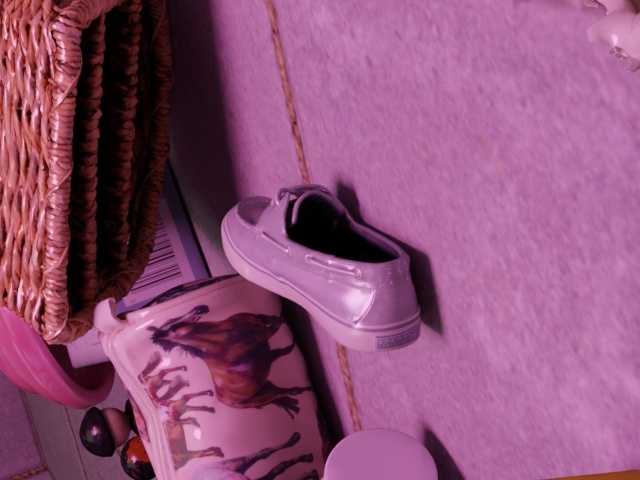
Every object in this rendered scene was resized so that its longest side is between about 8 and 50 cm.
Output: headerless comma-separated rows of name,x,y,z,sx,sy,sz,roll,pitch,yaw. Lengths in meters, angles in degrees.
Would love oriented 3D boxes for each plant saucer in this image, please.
plant saucer,-0.369,0.064,1.879,0.332,0.084,0.332,-20,-90,-83

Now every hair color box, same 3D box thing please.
hair color box,-0.230,0.034,1.633,0.185,0.114,0.374,70,160,0

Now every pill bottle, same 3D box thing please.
pill bottle,0.041,0.225,1.098,0.108,0.108,0.180,55,156,36

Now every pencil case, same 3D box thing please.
pencil case,-0.066,0.221,1.268,0.160,0.183,0.410,-11,99,46

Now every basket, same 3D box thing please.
basket,-0.202,-0.090,1.283,0.223,0.213,0.299,25,117,42

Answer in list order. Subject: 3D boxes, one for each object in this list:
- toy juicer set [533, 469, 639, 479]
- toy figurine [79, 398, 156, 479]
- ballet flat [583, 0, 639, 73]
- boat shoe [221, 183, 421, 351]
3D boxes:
toy juicer set,0.157,0.238,0.661,0.329,0.089,0.209,-101,-3,-84
toy figurine,-0.162,0.269,1.627,0.209,0.148,0.213,19,126,66
ballet flat,0.076,-0.234,0.509,0.409,0.147,0.147,65,160,15
boat shoe,-0.001,0.000,1.051,0.227,0.079,0.081,34,131,52
